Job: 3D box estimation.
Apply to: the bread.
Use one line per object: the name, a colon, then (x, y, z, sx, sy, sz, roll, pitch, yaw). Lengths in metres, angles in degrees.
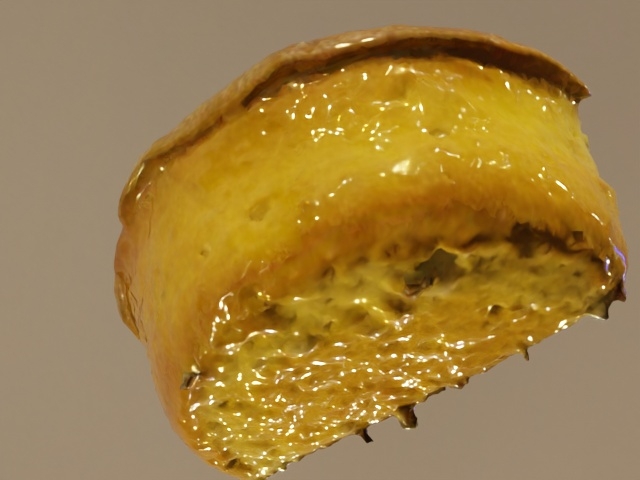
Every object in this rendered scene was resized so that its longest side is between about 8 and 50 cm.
bread: (0.000, 0.000, 0.762, 0.340, 0.194, 0.179, -29, -35, 19)
